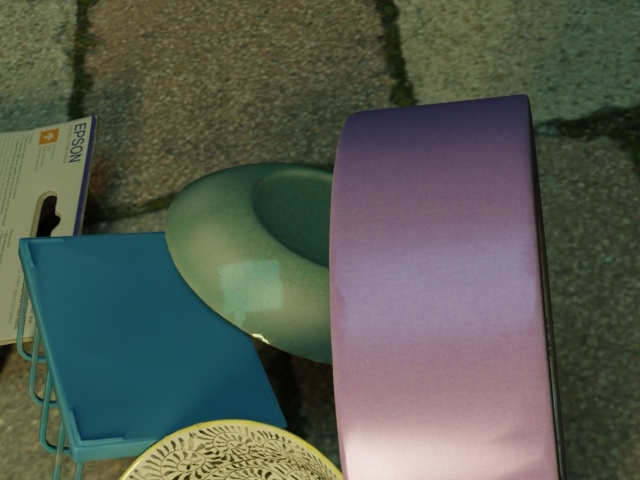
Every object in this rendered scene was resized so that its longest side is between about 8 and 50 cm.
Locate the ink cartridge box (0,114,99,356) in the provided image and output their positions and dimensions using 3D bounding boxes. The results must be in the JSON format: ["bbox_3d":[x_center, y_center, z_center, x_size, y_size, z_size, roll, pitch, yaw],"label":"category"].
[{"bbox_3d":[-0.272,0.010,0.968,0.224,0.045,0.223,-7,47,8],"label":"ink cartridge box"}]

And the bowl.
[{"bbox_3d":[-0.031,0.180,0.702,0.170,0.080,0.170,-4,80,24],"label":"bowl"}]

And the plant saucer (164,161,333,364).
[{"bbox_3d":[0.000,0.000,0.844,0.195,0.037,0.195,16,33,-11],"label":"plant saucer"}]

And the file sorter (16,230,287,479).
[{"bbox_3d":[-0.109,0.088,0.794,0.118,0.104,0.170,-3,41,-22],"label":"file sorter"}]

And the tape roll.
[{"bbox_3d":[0.073,0.068,0.662,0.090,0.274,0.274,-6,46,10],"label":"tape roll"}]
